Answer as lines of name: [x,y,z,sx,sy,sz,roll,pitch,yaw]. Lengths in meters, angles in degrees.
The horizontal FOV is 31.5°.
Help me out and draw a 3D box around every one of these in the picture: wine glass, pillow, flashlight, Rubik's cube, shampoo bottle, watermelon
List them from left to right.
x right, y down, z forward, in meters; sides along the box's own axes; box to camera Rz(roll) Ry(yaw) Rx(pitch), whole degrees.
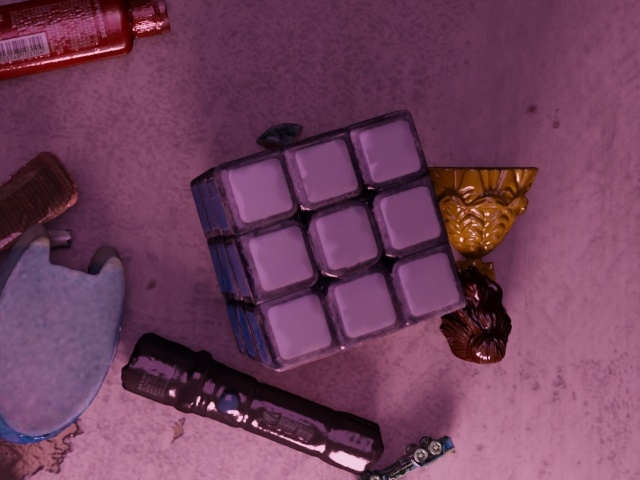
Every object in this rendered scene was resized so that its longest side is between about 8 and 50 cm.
pillow: [-0.483,-0.050,1.780,0.211,0.034,0.135,-38,55,-8]
wine glass: [-0.436,-0.003,1.798,0.083,0.042,0.039,-4,83,-13]
shampoo bottle: [-0.401,-0.338,1.818,0.314,0.076,0.118,-13,84,-7]
flashlight: [-0.104,0.262,1.774,0.424,0.103,0.103,22,82,-4]
watermelon: [-0.060,-0.156,1.844,0.085,0.085,0.061,-20,121,-8]
Rubik's cube: [0.000,0.000,1.684,0.303,0.305,0.301,-17,93,-15]

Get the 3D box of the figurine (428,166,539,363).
figurine: [0.249,0.039,1.823,0.187,0.168,0.315,-2,95,-33]

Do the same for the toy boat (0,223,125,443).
toy boat: [-0.429,0.147,1.743,0.215,0.123,0.330,17,79,-33]

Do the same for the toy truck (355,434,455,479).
toy truck: [0.140,0.377,1.803,0.175,0.067,0.081,-28,93,-11]
